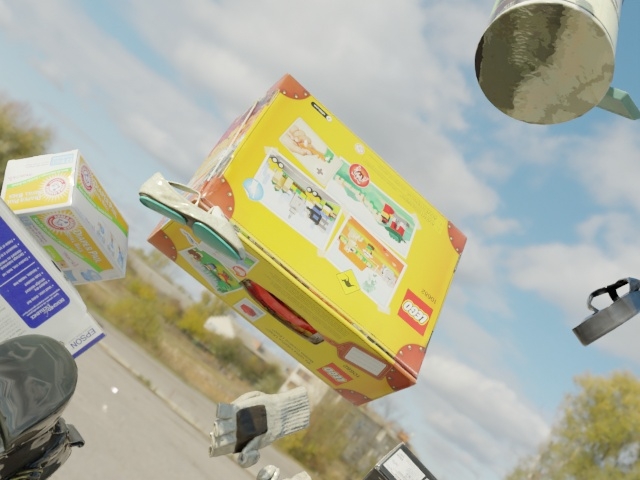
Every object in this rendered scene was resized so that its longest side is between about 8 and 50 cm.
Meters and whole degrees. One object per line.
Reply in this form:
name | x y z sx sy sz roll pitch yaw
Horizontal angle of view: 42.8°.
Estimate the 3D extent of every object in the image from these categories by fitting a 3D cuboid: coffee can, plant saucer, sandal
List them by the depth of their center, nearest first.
sandal | 0.372 0.075 1.025 0.054 0.097 0.254 58 23 16
coffee can | 0.366 -0.338 1.283 0.201 0.275 0.201 12 -47 14
plant saucer | 0.484 -0.256 1.441 0.067 0.018 0.192 40 2 -33

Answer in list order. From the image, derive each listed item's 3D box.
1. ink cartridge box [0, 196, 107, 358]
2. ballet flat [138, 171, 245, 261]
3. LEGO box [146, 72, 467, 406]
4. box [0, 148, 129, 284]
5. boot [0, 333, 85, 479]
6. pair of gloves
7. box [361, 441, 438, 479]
ink cartridge box | -0.445 0.042 1.062 0.333 0.165 0.065 57 -9 -20
ballet flat | -0.162 -0.036 1.086 0.168 0.052 0.057 33 -22 -2
LEGO box | 0.000 0.000 1.518 0.500 0.372 0.193 41 -41 -15
box | -0.378 -0.029 1.226 0.114 0.103 0.203 -9 -34 7
boot | -0.292 0.183 0.615 0.091 0.263 0.229 57 -34 19
pair of gloves | -0.092 0.361 1.303 0.204 0.240 0.042 2 0 -40
box | 0.184 0.524 1.410 0.307 0.076 0.242 45 -37 15
